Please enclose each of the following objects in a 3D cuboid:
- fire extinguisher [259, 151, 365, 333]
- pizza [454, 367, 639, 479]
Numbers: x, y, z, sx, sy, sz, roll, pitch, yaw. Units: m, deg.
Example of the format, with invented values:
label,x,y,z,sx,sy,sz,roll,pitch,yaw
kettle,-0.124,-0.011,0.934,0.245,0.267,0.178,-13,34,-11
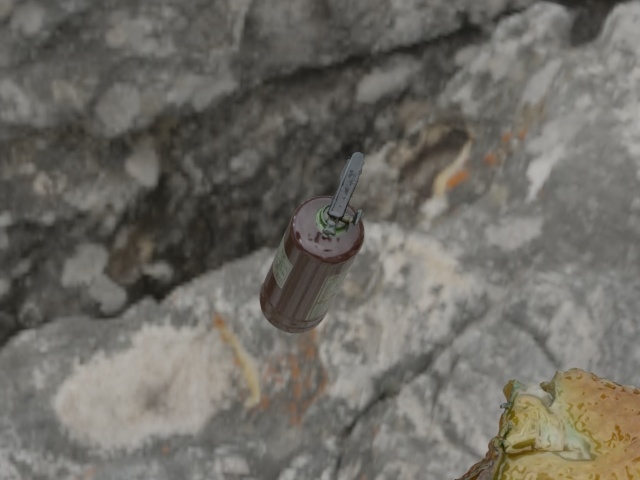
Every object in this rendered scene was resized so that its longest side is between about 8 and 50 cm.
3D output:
label,x,y,z,sx,sy,sz,roll,pitch,yaw
fire extinguisher,0.000,0.000,1.339,0.071,0.231,0.099,21,59,-2
pizza,0.150,0.153,0.679,0.289,0.081,0.229,-27,51,-9
